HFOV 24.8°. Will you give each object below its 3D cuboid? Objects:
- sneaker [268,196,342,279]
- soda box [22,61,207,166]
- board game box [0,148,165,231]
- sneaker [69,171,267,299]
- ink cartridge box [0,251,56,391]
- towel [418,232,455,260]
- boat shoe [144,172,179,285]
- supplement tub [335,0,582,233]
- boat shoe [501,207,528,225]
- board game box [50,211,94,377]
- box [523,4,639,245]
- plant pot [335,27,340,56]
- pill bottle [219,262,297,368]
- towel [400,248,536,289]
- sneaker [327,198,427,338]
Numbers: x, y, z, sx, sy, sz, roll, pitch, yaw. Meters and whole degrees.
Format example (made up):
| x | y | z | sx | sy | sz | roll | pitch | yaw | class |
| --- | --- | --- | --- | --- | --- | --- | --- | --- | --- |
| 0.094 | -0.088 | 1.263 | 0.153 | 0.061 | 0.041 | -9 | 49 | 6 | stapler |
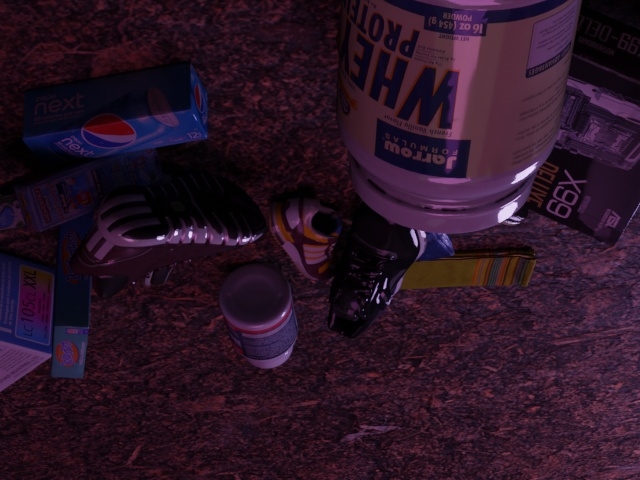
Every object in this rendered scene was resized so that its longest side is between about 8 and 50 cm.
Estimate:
| x | y | z | sx | sy | sz | roll | pitch | yaw | class |
| --- | --- | --- | --- | --- | --- | --- | --- | --- | --- |
| 0.000 | 0.000 | 2.022 | 0.084 | 0.069 | 0.185 | -10 | 151 | 23 | sneaker |
| -0.243 | -0.149 | 1.730 | 0.210 | 0.071 | 0.067 | -9 | 150 | 11 | soda box |
| -0.326 | -0.059 | 1.786 | 0.194 | 0.060 | 0.194 | -9 | -168 | 32 | board game box |
| -0.206 | 0.000 | 1.837 | 0.162 | 0.106 | 0.281 | -43 | 155 | 31 | sneaker |
| -0.609 | 0.100 | 2.060 | 0.396 | 0.151 | 0.270 | 19 | 144 | -36 | ink cartridge box |
| 0.142 | -0.007 | 2.063 | 0.067 | 0.029 | 0.119 | -13 | 149 | 19 | towel |
| -0.198 | -0.007 | 1.976 | 0.069 | 0.081 | 0.227 | 5 | 146 | -11 | boat shoe |
| 0.133 | -0.191 | 1.450 | 0.236 | 0.235 | 0.324 | -1 | 133 | -3 | supplement tub |
| 0.241 | -0.065 | 1.941 | 0.049 | 0.056 | 0.152 | -16 | 148 | 32 | boat shoe |
| -0.331 | 0.057 | 1.948 | 0.047 | 0.210 | 0.160 | 3 | 150 | -11 | board game box |
| 0.285 | -0.141 | 1.692 | 0.242 | 0.076 | 0.307 | 25 | 150 | 6 | box |
| 0.069 | -0.228 | 1.616 | 0.082 | 0.081 | 0.083 | 5 | 136 | -14 | plant pot |
| -0.089 | 0.121 | 2.189 | 0.108 | 0.108 | 0.180 | -4 | 150 | 3 | pill bottle |
| 0.199 | 0.048 | 2.176 | 0.237 | 0.021 | 0.102 | -2 | 150 | -1 | towel |
| 0.070 | 0.049 | 2.026 | 0.107 | 0.124 | 0.283 | 26 | 151 | 11 | sneaker |
